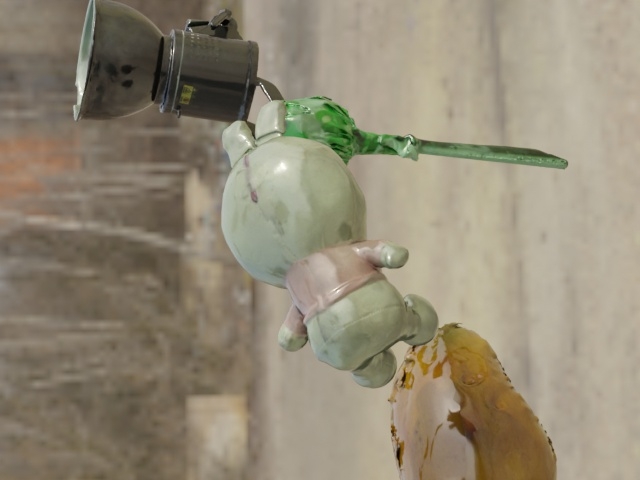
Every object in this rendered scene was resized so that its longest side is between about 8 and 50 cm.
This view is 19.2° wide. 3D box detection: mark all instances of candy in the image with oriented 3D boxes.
[{"bbox_3d":[0.098,-0.095,1.930,0.097,0.323,0.097,-176,90,-81],"label":"candy"}]

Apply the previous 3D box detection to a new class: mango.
[{"bbox_3d":[0.149,0.195,1.897,0.151,0.156,0.249,78,179,-54],"label":"mango"}]

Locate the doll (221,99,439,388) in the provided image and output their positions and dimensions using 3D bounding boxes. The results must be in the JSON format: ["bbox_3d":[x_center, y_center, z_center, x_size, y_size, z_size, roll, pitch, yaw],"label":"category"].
[{"bbox_3d":[-0.004,0.005,1.675,0.275,0.155,0.113,57,-152,2],"label":"doll"}]

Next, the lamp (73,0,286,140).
[{"bbox_3d":[-0.157,-0.197,2.151,0.147,0.227,0.172,110,162,-45],"label":"lamp"}]
